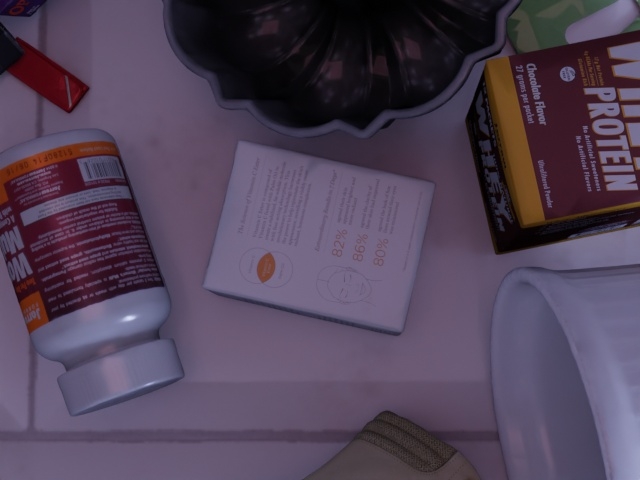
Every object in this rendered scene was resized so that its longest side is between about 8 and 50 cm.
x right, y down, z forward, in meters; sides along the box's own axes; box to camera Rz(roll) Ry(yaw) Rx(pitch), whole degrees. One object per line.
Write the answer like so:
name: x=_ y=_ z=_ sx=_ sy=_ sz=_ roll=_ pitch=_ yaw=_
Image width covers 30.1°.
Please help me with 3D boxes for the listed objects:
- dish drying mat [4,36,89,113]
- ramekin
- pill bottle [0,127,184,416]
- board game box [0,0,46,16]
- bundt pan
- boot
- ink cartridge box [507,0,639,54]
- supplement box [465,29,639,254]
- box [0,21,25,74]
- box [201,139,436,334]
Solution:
dish drying mat: x=-0.252 y=-0.150 z=1.081 sx=0.083 sy=0.008 sz=0.032 roll=35 pitch=86 yaw=6
ramekin: x=0.232 y=0.147 z=0.901 sx=0.135 sy=0.277 sz=0.277 roll=-9 pitch=83 yaw=-7
pill bottle: x=-0.197 y=0.027 z=1.000 sx=0.121 sy=0.121 sz=0.221 roll=-20 pitch=83 yaw=0
board game box: x=-0.279 y=-0.398 z=1.036 sx=0.208 sy=0.056 sz=0.346 roll=-34 pitch=79 yaw=37
bundt pan: x=0.029 y=-0.241 z=0.998 sx=0.331 sy=0.124 sz=0.330 roll=-1 pitch=88 yaw=18
boot: x=0.071 y=0.266 z=0.924 sx=0.203 sy=0.095 sz=0.262 roll=-30 pitch=57 yaw=-31
ink cartridge box: x=0.215 y=-0.273 z=1.057 sx=0.171 sy=0.056 sz=0.235 roll=-27 pitch=81 yaw=-2
supplement box: x=0.229 y=-0.079 z=0.961 sx=0.191 sy=0.194 sz=0.129 roll=-11 pitch=83 yaw=0
box: x=-0.419 y=-0.123 z=0.963 sx=0.307 sy=0.242 sz=0.076 roll=-41 pitch=74 yaw=-4
box: x=0.000 y=0.000 z=1.011 sx=0.171 sy=0.091 sz=0.130 roll=13 pitch=84 yaw=3
